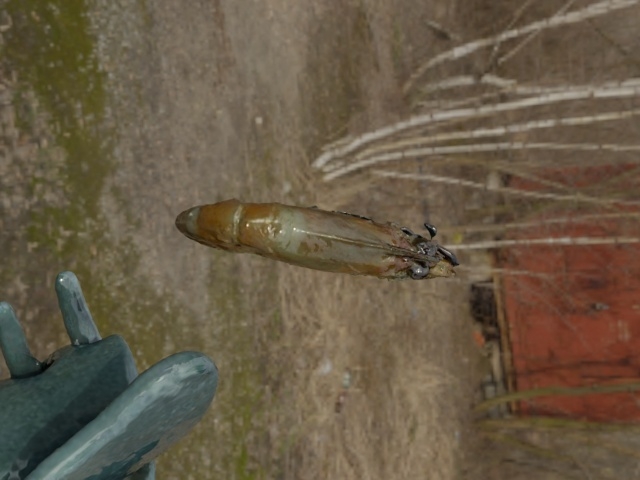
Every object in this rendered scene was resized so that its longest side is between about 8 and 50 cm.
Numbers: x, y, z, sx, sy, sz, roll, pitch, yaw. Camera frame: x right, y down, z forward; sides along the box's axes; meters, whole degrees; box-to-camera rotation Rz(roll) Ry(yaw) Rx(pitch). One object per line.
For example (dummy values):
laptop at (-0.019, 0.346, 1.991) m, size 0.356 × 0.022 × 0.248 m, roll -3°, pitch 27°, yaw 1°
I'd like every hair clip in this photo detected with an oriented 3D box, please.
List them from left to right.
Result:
hair clip at (-0.261, 0.210, 0.723) m, size 0.318 × 0.238 × 0.392 m, roll -29°, pitch 142°, yaw -25°

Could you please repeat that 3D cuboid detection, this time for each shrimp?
shrimp at (0.000, 0.000, 0.583) m, size 0.101 × 0.190 × 0.042 m, roll 144°, pitch -46°, yaw -81°
